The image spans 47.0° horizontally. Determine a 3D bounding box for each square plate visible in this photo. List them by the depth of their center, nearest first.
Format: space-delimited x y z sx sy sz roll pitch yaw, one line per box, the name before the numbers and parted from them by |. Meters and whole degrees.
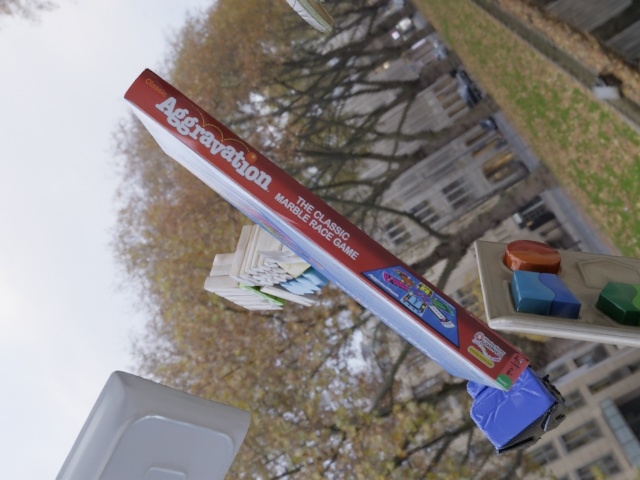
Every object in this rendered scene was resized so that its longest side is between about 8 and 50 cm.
square plate | -0.287 0.417 1.227 0.049 0.347 0.344 20 171 41

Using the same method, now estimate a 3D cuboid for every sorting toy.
sorting toy | 0.329 0.054 0.799 0.229 0.308 0.041 -73 -11 -68

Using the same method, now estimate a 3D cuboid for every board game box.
board game box | 0.000 0.000 0.496 0.281 0.027 0.145 38 173 2

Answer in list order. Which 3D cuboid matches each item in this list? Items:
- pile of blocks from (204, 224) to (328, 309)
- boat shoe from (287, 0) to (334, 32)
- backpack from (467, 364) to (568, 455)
pile of blocks | -0.053 0.016 1.094 0.149 0.362 0.112 20 -111 -18
boat shoe | -0.030 -0.332 0.940 0.153 0.048 0.056 45 180 -18
backpack | 0.239 0.192 0.883 0.120 0.098 0.101 28 -153 -55
